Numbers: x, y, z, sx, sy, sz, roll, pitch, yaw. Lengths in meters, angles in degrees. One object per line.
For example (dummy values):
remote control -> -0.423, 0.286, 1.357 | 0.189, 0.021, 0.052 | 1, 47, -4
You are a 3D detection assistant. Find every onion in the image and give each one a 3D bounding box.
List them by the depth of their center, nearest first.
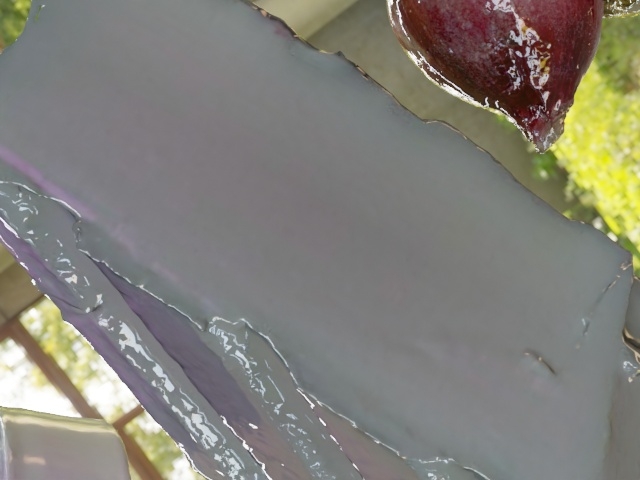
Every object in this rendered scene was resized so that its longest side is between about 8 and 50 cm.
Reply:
onion -> 0.137, -0.155, 0.914 | 0.159, 0.160, 0.194 | 40, -151, -79

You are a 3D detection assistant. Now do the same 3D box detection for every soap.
soap -> 0.000, 0.000, 0.557 | 0.258, 0.159, 0.302 | 8, 145, 42

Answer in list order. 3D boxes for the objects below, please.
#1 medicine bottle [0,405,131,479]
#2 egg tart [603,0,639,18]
medicine bottle -> -0.294, 0.186, 0.728 | 0.326, 0.212, 0.212 | 13, -157, -25
egg tart -> 0.233, -0.380, 1.213 | 0.345, 0.133, 0.345 | 168, 90, -78
